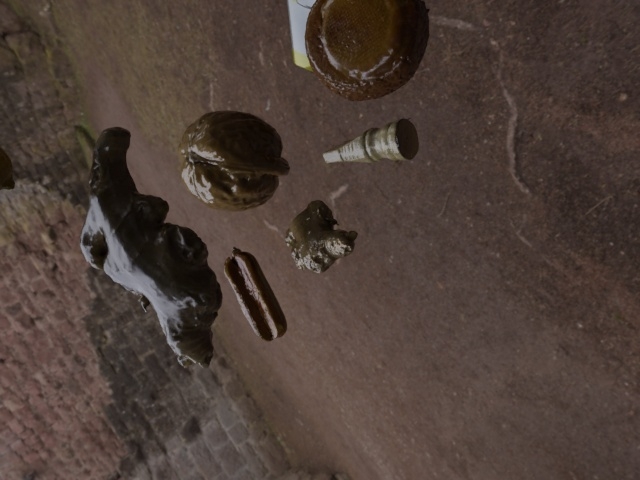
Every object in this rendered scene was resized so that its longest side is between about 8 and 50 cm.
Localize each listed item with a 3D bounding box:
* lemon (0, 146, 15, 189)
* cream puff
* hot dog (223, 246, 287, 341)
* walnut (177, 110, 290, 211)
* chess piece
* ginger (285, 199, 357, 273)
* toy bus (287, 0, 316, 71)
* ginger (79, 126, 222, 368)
[{"bbox_3d":[-0.472,-0.104,0.680,0.110,0.082,0.082,37,163,-20],"label":"lemon"},{"bbox_3d":[0.112,-0.473,1.167,0.303,0.212,0.303,6,102,27],"label":"cream puff"},{"bbox_3d":[-0.149,0.121,1.145,0.092,0.062,0.236,-19,98,22],"label":"hot dog"},{"bbox_3d":[-0.194,-0.180,1.142,0.257,0.257,0.225,24,108,53],"label":"walnut"},{"bbox_3d":[0.149,-0.297,1.579,0.300,0.137,0.137,-3,118,39],"label":"chess piece"},{"bbox_3d":[-0.003,0.003,1.002,0.074,0.137,0.213,21,-164,-36],"label":"ginger"},{"bbox_3d":[0.030,-0.693,1.370,0.209,0.249,0.440,24,151,17],"label":"toy bus"},{"bbox_3d":[-0.231,0.019,0.659,0.333,0.166,0.080,50,-165,7],"label":"ginger"}]
